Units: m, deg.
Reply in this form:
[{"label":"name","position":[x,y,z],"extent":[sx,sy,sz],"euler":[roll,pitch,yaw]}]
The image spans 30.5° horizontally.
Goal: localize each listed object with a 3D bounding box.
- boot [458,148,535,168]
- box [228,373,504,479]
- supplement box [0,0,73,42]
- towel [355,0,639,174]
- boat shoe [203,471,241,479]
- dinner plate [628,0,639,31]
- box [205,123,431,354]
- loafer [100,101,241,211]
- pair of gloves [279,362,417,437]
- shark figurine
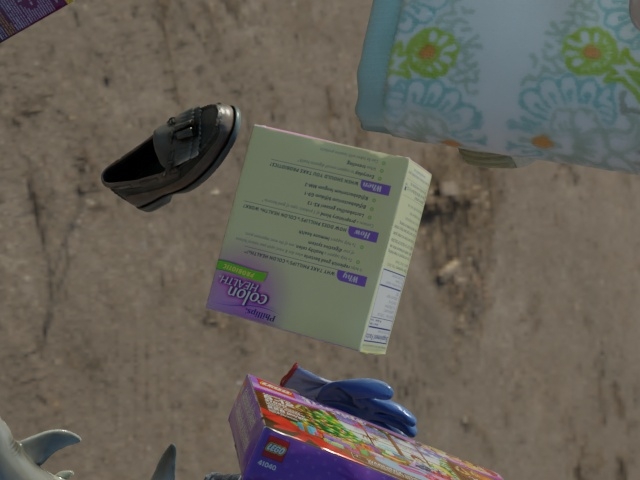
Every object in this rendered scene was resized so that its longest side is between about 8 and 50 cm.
[{"label":"boot","position":[0.221,-0.158,1.289],"extent":[0.165,0.213,0.077],"euler":[48,41,-39]},{"label":"box","position":[0.060,0.224,1.115],"extent":[0.201,0.293,0.057],"euler":[-143,-104,-79]},{"label":"supplement box","position":[-0.281,-0.231,1.098],"extent":[0.055,0.083,0.043],"euler":[56,-4,45]},{"label":"towel","position":[0.216,-0.246,0.960],"extent":[0.090,0.320,0.374],"euler":[27,75,-64]},{"label":"boat shoe","position":[-0.094,0.383,1.672],"extent":[0.183,0.083,0.065],"euler":[59,43,-39]},{"label":"dinner plate","position":[0.278,-0.164,0.781],"extent":[0.141,0.141,0.017],"euler":[35,45,-53]},{"label":"box","position":[0.000,0.000,1.482],"extent":[0.117,0.213,0.243],"euler":[22,82,-69]},{"label":"loafer","position":[-0.207,-0.112,1.585],"extent":[0.084,0.267,0.096],"euler":[20,57,-30]},{"label":"pair of gloves","position":[0.017,0.200,1.302],"extent":[0.198,0.159,0.023],"euler":[-61,-176,48]},{"label":"shark figurine","position":[-0.281,0.279,1.253],"extent":[0.278,0.166,0.116],"euler":[25,27,-25]}]
